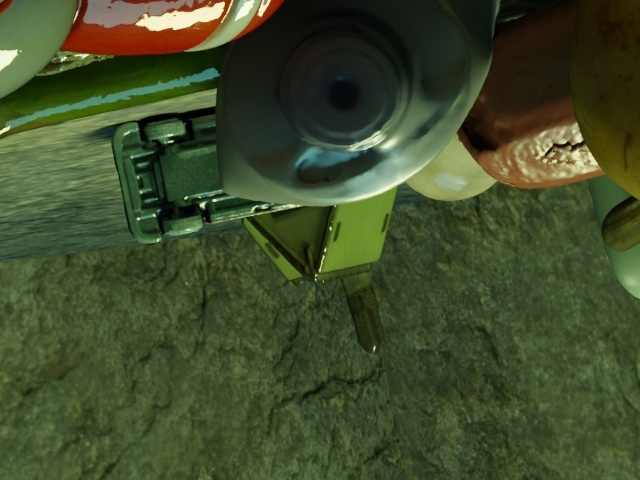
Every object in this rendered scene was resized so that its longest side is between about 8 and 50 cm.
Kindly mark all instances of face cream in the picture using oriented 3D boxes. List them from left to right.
[{"bbox_3d":[0.026,-0.107,1.209,0.235,0.137,0.420,-39,-179,7],"label":"face cream"}]

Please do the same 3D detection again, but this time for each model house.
[{"bbox_3d":[0.000,0.000,2.052,0.205,0.279,0.218,-15,177,38],"label":"model house"}]

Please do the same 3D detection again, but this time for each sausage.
[{"bbox_3d":[0.236,-0.133,1.478,0.279,0.152,0.152,-18,175,25],"label":"sausage"}]

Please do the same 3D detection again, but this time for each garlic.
[{"bbox_3d":[0.137,-0.114,1.681,0.178,0.143,0.229,-8,168,-23],"label":"garlic"}]

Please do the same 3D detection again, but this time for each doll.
[{"bbox_3d":[-0.133,-0.122,0.842,0.336,0.105,0.200,-18,-176,-34],"label":"doll"}]

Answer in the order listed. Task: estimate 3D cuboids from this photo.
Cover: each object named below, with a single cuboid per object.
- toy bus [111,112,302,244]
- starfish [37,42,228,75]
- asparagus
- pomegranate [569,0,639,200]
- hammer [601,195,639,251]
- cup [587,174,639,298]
[{"bbox_3d":[-0.070,-0.081,1.815,0.265,0.121,0.120,-12,-174,-4],"label":"toy bus"},{"bbox_3d":[-0.107,-0.135,1.105,0.247,0.050,0.138,-19,176,25],"label":"starfish"},{"bbox_3d":[-0.129,-0.119,1.246,0.277,0.060,0.067,-11,-171,3],"label":"asparagus"},{"bbox_3d":[0.281,-0.109,1.106,0.264,0.264,0.264,-11,177,0],"label":"pomegranate"},{"bbox_3d":[0.344,-0.075,1.497,0.168,0.044,0.440,-38,177,-26],"label":"hammer"},{"bbox_3d":[0.427,-0.094,1.810,0.356,0.275,0.259,-8,177,-32],"label":"cup"}]
